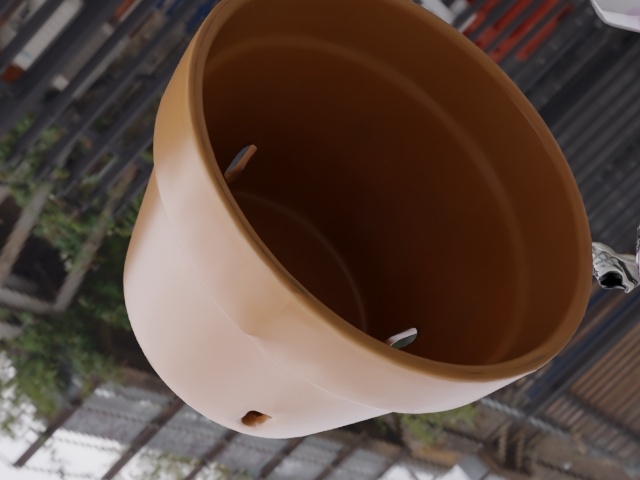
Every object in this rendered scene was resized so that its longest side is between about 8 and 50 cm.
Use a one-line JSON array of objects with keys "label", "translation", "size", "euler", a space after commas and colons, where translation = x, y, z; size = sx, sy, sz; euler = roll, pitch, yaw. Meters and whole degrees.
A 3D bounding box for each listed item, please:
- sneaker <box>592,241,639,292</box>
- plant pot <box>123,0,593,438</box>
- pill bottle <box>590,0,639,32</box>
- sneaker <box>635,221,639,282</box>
[{"label": "sneaker", "translation": [0.271, 0.026, 1.116], "size": [0.083, 0.037, 0.032], "euler": [17, 142, 50]}, {"label": "plant pot", "translation": [0.000, 0.000, 0.764], "size": [0.291, 0.203, 0.290], "euler": [20, -130, -26]}, {"label": "pill bottle", "translation": [0.319, -0.174, 0.653], "size": [0.302, 0.169, 0.169], "euler": [18, 180, 23]}, {"label": "sneaker", "translation": [0.301, 0.001, 1.006], "size": [0.178, 0.072, 0.077], "euler": [90, 171, -63]}]
